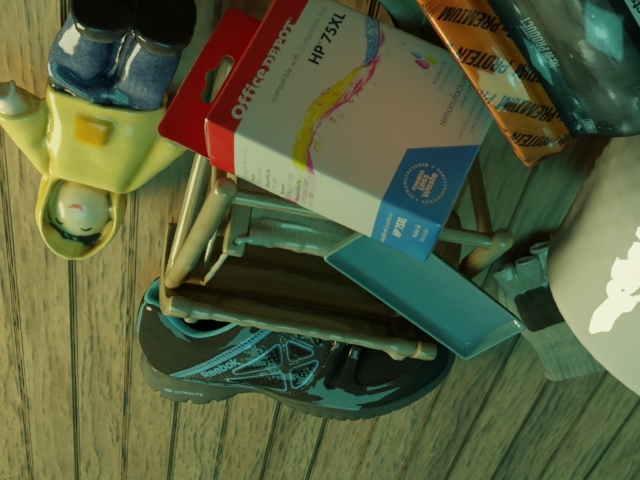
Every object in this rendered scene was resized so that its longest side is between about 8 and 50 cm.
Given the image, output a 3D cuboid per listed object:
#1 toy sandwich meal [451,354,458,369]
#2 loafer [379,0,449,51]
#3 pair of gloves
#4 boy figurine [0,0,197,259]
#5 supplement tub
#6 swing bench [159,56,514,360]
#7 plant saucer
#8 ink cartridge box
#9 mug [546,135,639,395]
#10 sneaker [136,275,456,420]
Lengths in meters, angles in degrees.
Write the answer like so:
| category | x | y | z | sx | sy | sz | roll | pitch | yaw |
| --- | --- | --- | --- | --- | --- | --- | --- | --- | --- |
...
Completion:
| category | x | y | z | sx | sy | sz | roll | pitch | yaw |
| --- | --- | --- | --- | --- | --- | --- | --- | --- | --- |
| toy sandwich meal | 0.118 | 0.126 | 1.247 | 0.086 | 0.029 | 0.085 | 0 | 140 | 0 |
| loafer | 0.079 | -0.211 | 0.816 | 0.087 | 0.094 | 0.251 | -20 | 145 | 14 |
| pair of gloves | 0.308 | 0.047 | 1.145 | 0.240 | 0.042 | 0.204 | -24 | 129 | 19 |
| boy figurine | -0.198 | -0.097 | 0.943 | 0.177 | 0.092 | 0.285 | 13 | 135 | -18 |
| supplement tub | 0.224 | -0.203 | 0.663 | 0.338 | 0.207 | 0.207 | -33 | 132 | 11 |
| swing bench | 0.000 | 0.000 | 0.997 | 0.253 | 0.165 | 0.254 | 10 | 138 | -14 |
| plant saucer | 0.089 | 0.040 | 0.906 | 0.067 | 0.018 | 0.192 | -33 | 131 | 28 |
| ink cartridge box | 0.005 | -0.098 | 0.818 | 0.231 | 0.134 | 0.078 | 25 | 160 | 5 |
| mug | 0.413 | -0.051 | 0.873 | 0.374 | 0.276 | 0.328 | 1 | 132 | -26 |
| sneaker | -0.026 | 0.104 | 1.151 | 0.341 | 0.125 | 0.139 | -1 | 137 | 0 |
